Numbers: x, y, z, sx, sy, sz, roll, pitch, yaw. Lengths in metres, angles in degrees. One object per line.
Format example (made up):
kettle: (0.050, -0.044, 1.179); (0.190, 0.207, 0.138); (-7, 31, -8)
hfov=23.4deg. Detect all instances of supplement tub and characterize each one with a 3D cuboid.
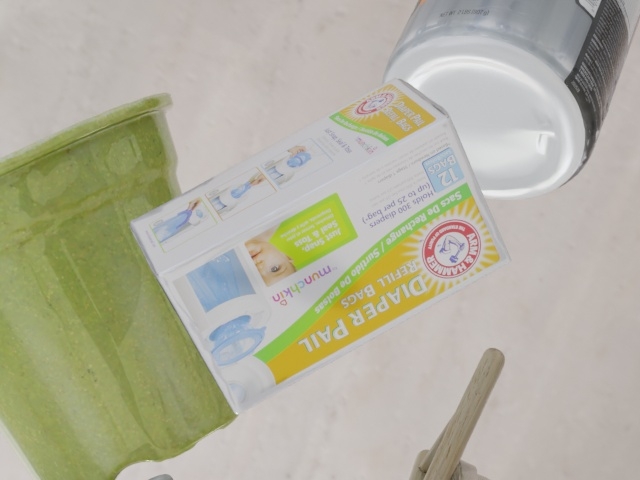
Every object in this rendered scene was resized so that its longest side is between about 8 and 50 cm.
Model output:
supplement tub: (0.189, -0.204, 1.399); (0.193, 0.193, 0.316); (60, 39, -33)

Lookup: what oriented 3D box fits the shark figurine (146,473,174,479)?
shark figurine: (-0.231, 0.254, 1.137); (0.278, 0.116, 0.166); (-18, 128, -8)

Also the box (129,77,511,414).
box: (0.000, 0.000, 0.981); (0.203, 0.103, 0.114); (-29, 115, -5)

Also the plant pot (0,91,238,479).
plant pot: (-0.187, 0.056, 1.216); (0.276, 0.276, 0.254); (-27, 93, -13)

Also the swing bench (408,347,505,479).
swing bench: (0.175, 0.259, 1.153); (0.253, 0.254, 0.165); (28, 131, 3)
